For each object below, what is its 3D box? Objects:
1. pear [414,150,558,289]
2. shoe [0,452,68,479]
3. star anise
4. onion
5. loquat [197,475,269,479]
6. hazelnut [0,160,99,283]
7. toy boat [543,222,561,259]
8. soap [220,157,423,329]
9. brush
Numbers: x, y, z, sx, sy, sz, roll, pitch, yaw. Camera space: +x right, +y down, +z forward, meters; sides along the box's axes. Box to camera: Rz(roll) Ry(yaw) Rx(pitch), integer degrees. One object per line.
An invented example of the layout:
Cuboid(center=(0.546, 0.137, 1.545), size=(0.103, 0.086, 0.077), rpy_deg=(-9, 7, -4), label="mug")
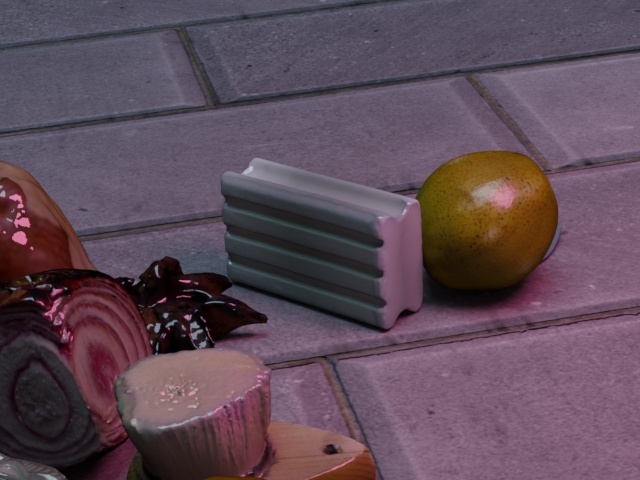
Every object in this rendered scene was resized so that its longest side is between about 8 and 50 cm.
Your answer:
Cuboid(center=(0.212, -0.021, 2.175), size=(0.198, 0.198, 0.198), rpy_deg=(-3, 26, 2), label="pear")
Cuboid(center=(-0.358, 0.278, 1.740), size=(0.228, 0.099, 0.112), rpy_deg=(8, 36, 21), label="shoe")
Cuboid(center=(-0.203, 0.082, 2.106), size=(0.272, 0.102, 0.272), rpy_deg=(-4, 29, 2), label="star anise")
Cuboid(center=(-0.312, 0.138, 1.900), size=(0.206, 0.216, 0.207), rpy_deg=(-11, 11, 23), label="onion")
Cuboid(center=(-0.080, 0.318, 1.457), size=(0.235, 0.235, 0.235), rpy_deg=(-3, 26, 2), label="loquat")
Cuboid(center=(-0.388, 0.036, 2.096), size=(0.241, 0.261, 0.261), rpy_deg=(-4, 26, -6), label="hazelnut")
Cuboid(center=(0.288, 0.005, 2.288), size=(0.096, 0.034, 0.122), rpy_deg=(-6, 35, -4), label="toy boat")
Cuboid(center=(0.000, 0.000, 2.179), size=(0.265, 0.159, 0.087), rpy_deg=(16, 32, 36), label="soap")
Cuboid(center=(-0.076, 0.211, 1.754), size=(0.267, 0.166, 0.174), rpy_deg=(-4, 26, -5), label="brush")
